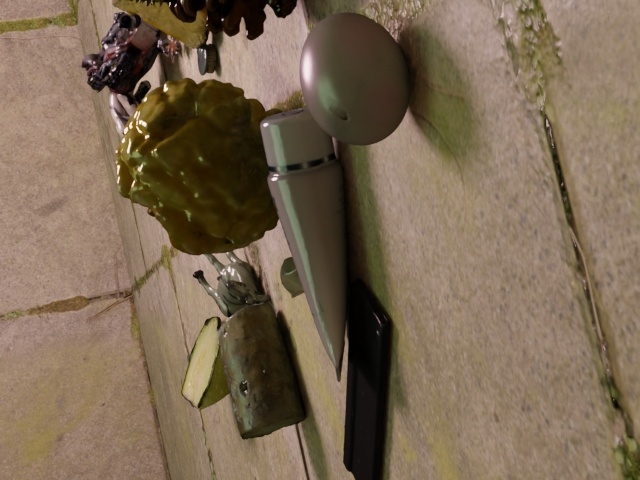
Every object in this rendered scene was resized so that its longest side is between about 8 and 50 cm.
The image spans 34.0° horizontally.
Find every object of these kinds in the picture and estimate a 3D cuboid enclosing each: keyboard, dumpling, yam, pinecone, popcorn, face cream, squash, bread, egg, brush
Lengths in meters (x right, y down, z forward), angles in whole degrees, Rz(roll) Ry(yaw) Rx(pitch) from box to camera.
[{"bbox_3d":[0.054,0.193,1.289,0.101,0.018,0.309,-124,28,-50],"label":"keyboard"},{"bbox_3d":[-0.026,0.041,1.430,0.052,0.057,0.076,7,140,35],"label":"dumpling"},{"bbox_3d":[-0.097,0.203,1.641,0.107,0.107,0.194,121,136,-66],"label":"yam"},{"bbox_3d":[-0.106,-0.325,1.216,0.185,0.169,0.212,-48,46,16],"label":"pinecone"},{"bbox_3d":[-0.150,-0.103,1.411,0.225,0.249,0.249,-125,28,-70],"label":"popcorn"},{"bbox_3d":[0.000,0.000,1.246,0.143,0.089,0.314,-80,-22,-76],"label":"face cream"},{"bbox_3d":[-0.205,0.251,2.116,0.192,0.085,0.184,11,82,70],"label":"squash"},{"bbox_3d":[-0.222,-0.403,1.694,0.160,0.169,0.140,39,153,-9],"label":"bread"},{"bbox_3d":[0.032,-0.154,0.993,0.103,0.103,0.135,114,143,-62],"label":"egg"},{"bbox_3d":[-0.196,-0.406,1.728,0.062,0.027,0.266,-142,48,-65],"label":"brush"}]

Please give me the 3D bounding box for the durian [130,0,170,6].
[{"bbox_3d":[-0.244,-0.434,1.504,0.176,0.237,0.200,-109,14,-64],"label":"durian"}]

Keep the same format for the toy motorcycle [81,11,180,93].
[{"bbox_3d":[-0.373,-0.388,2.092,0.207,0.134,0.401,-57,19,-5],"label":"toy motorcycle"}]

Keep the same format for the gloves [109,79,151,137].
[{"bbox_3d":[-0.402,-0.266,2.293,0.111,0.127,0.212,-35,90,30],"label":"gloves"}]

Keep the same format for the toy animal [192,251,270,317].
[{"bbox_3d":[-0.149,0.084,1.805,0.176,0.073,0.217,55,159,23],"label":"toy animal"}]
